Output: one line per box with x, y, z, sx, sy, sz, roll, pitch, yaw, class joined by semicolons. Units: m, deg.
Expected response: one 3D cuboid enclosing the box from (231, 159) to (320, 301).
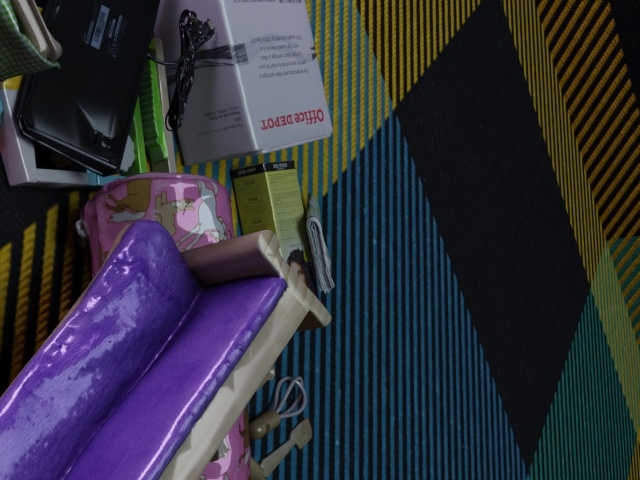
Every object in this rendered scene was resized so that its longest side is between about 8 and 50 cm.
-0.058;0.008;1.453;0.087;0.058;0.232;-16;95;-61;box

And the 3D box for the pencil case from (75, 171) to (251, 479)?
-0.166;0.125;1.139;0.160;0.167;0.386;26;57;-76;pencil case

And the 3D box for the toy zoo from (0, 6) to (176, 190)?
-0.267;-0.151;1.166;0.293;0.030;0.192;1;81;-60;toy zoo

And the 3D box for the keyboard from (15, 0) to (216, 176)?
-0.217;-0.213;1.176;0.202;0.033;0.317;26;59;-31;keyboard

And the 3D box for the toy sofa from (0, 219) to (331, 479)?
-0.163;0.140;0.934;0.177;0.150;0.362;51;52;-23;toy sofa

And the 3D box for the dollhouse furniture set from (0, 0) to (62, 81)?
-0.375;-0.233;0.838;0.151;0.198;0.301;-51;125;-54;dollhouse furniture set

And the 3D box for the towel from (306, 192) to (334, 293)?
0.000;0.000;1.519;0.152;0.023;0.113;-90;170;-73;towel

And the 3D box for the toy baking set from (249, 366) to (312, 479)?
-0.075;0.228;1.389;0.256;0.030;0.196;57;37;-35;toy baking set

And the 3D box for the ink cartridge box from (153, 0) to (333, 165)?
-0.107;-0.254;1.377;0.211;0.122;0.289;-22;101;-59;ink cartridge box
